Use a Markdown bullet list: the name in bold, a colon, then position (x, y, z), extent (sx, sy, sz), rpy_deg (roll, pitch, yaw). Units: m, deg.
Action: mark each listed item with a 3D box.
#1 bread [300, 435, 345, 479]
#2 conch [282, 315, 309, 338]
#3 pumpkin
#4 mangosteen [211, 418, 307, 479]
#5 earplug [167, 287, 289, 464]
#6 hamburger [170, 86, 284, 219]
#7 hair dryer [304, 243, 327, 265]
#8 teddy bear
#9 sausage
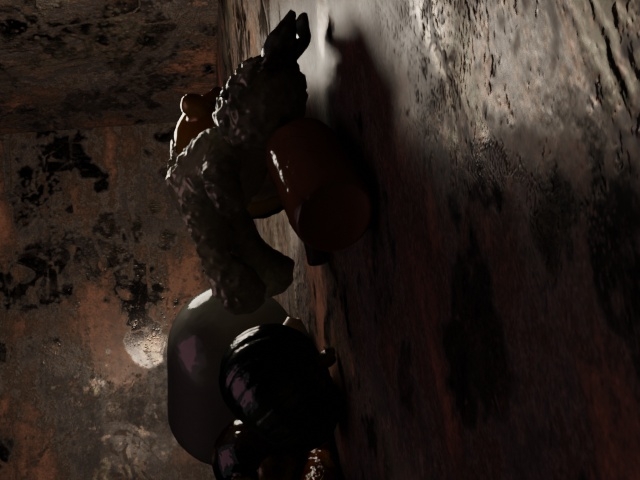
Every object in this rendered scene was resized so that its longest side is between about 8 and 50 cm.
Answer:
- **bread**: position (-0.002, 0.455, 1.772), extent (0.269, 0.095, 0.139), rpy_deg (-105, 20, -64)
- **conch**: position (-0.053, 0.287, 1.983), extent (0.158, 0.127, 0.255), rpy_deg (17, -96, -56)
- **pumpkin**: position (-0.060, 0.258, 1.733), extent (0.250, 0.216, 0.250), rpy_deg (55, -172, -12)
- **mangosteen**: position (-0.115, 0.441, 1.851), extent (0.217, 0.192, 0.192), rpy_deg (-95, 5, -59)
- **earplug**: position (-0.202, 0.288, 2.260), extent (0.312, 0.313, 0.394), rpy_deg (-105, 16, -46)
- **hamburger**: position (-0.174, -0.199, 1.957), extent (0.276, 0.276, 0.236), rpy_deg (-106, 12, -49)
- **hair dryer**: position (0.000, 0.000, 1.692), extent (0.114, 0.037, 0.063), rpy_deg (130, 133, -67)
- **teddy bear**: position (-0.074, -0.124, 1.620), extent (0.375, 0.362, 0.327), rpy_deg (58, -155, 2)
- **sausage**: position (-0.008, -0.091, 1.405), extent (0.304, 0.121, 0.121), rpy_deg (-115, 22, -62)
